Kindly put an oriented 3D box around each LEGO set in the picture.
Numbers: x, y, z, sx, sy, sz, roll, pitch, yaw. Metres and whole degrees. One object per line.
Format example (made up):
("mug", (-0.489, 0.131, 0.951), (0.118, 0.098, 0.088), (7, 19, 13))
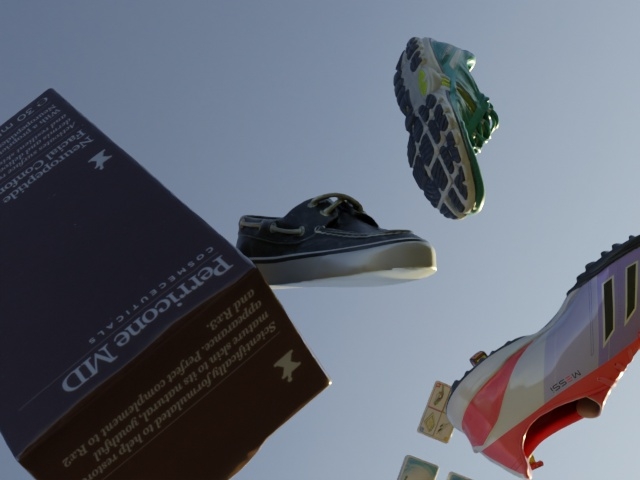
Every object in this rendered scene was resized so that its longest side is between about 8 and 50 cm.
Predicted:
("LEGO set", (0.219, 0.280, 1.426), (0.183, 0.060, 0.244), (24, -99, -10))

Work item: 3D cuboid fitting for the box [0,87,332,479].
("box", (-0.184, 0.040, 0.809), (0.191, 0.381, 0.143), (-40, -48, -12))

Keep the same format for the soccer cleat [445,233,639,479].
("soccer cleat", (0.279, 0.112, 1.076), (0.318, 0.116, 0.108), (-38, -39, -7))

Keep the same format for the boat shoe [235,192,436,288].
("boat shoe", (0.000, 0.000, 0.794), (0.078, 0.219, 0.070), (5, -96, -39))

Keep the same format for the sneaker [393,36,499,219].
("sneaker", (0.166, -0.145, 1.267), (0.110, 0.275, 0.107), (6, -38, -16))
